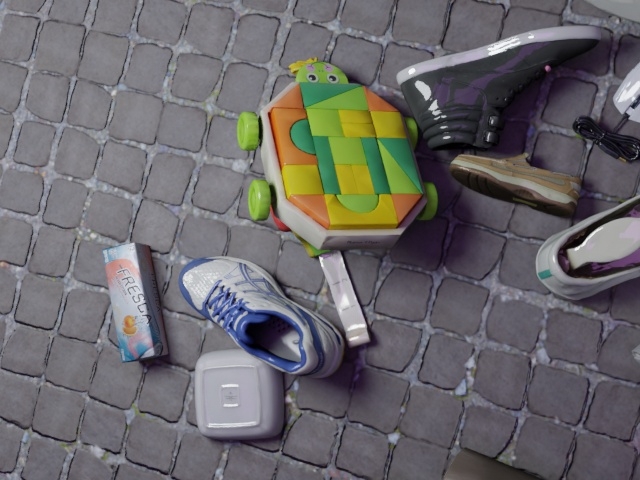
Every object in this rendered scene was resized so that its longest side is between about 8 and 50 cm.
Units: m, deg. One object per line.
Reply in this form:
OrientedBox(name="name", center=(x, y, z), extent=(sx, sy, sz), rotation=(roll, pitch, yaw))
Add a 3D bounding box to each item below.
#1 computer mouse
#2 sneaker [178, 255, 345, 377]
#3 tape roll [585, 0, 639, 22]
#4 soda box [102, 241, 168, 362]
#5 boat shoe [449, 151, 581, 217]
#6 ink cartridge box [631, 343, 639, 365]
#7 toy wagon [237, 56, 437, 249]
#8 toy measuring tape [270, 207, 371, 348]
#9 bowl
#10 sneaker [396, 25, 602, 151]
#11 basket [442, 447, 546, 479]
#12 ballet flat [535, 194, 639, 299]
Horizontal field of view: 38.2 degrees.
OrientedBox(name="computer mouse", center=(0.458, -0.209, 1.318), extent=(0.106, 0.042, 0.193), rotation=(37, 94, 13))
OrientedBox(name="sneaker", center=(-0.103, 0.104, 1.367), extent=(0.296, 0.131, 0.112), rotation=(26, 96, 22))
OrientedBox(name="tape roll", center=(0.413, -0.430, 1.242), extent=(0.246, 0.246, 0.169), rotation=(34, 93, 13))
OrientedBox(name="soda box", center=(-0.291, 0.097, 1.452), extent=(0.058, 0.063, 0.183), rotation=(-14, 83, 11))
OrientedBox(name="boat shoe", center=(0.285, -0.095, 1.345), extent=(0.190, 0.068, 0.072), rotation=(20, 76, 6))
OrientedBox(name="ink cartridge box", center=(0.577, 0.141, 1.187), extent=(0.270, 0.197, 0.198), rotation=(-41, 78, 7))
OrientedBox(name="toy wagon", center=(0.017, -0.143, 1.328), extent=(0.267, 0.068, 0.344), rotation=(-1, 59, -20))
OrientedBox(name="toy measuring tape", center=(0.000, 0.000, 1.369), extent=(0.121, 0.121, 0.330), rotation=(-19, 82, 11))
OrientedBox(name="bowl", center=(-0.131, 0.237, 1.413), extent=(0.142, 0.053, 0.142), rotation=(-4, 84, 14))
OrientedBox(name="sneaker", center=(0.269, -0.211, 1.334), extent=(0.295, 0.104, 0.147), rotation=(-15, 87, 12))
OrientedBox(name="basket", center=(0.274, 0.390, 1.257), extent=(0.226, 0.204, 0.154), rotation=(23, 69, 23))
OrientedBox(name="ballet flat", center=(0.484, -0.029, 1.255), extent=(0.400, 0.139, 0.139), rotation=(-26, 81, 9))
